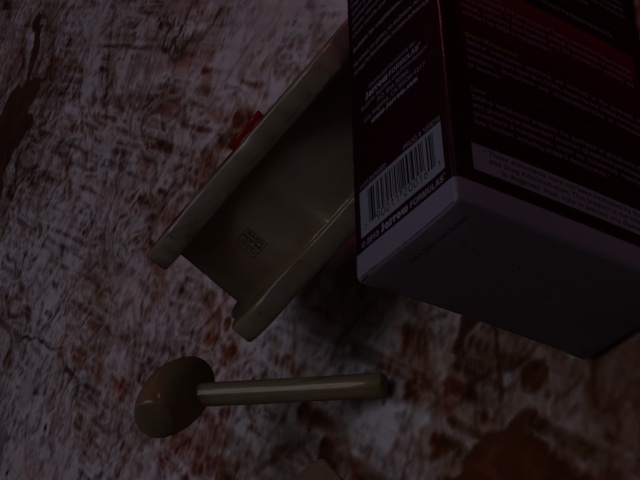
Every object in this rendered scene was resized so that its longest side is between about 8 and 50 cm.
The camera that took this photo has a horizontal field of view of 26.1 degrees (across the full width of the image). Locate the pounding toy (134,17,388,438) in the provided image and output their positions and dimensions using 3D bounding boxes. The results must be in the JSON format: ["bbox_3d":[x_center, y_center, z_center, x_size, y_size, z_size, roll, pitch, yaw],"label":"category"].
[{"bbox_3d":[0.000,0.000,0.810,0.269,0.155,0.154,-47,6,21],"label":"pounding toy"}]

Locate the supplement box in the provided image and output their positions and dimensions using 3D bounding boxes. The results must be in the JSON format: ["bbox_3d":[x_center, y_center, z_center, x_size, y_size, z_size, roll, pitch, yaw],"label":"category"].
[{"bbox_3d":[0.083,-0.078,0.642,0.073,0.130,0.239,-42,38,43],"label":"supplement box"}]

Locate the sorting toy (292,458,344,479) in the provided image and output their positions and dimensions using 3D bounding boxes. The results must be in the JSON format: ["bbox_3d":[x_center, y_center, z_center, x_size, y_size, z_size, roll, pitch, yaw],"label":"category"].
[{"bbox_3d":[-0.041,0.242,0.611,0.257,0.089,0.255,-43,11,-5],"label":"sorting toy"}]
